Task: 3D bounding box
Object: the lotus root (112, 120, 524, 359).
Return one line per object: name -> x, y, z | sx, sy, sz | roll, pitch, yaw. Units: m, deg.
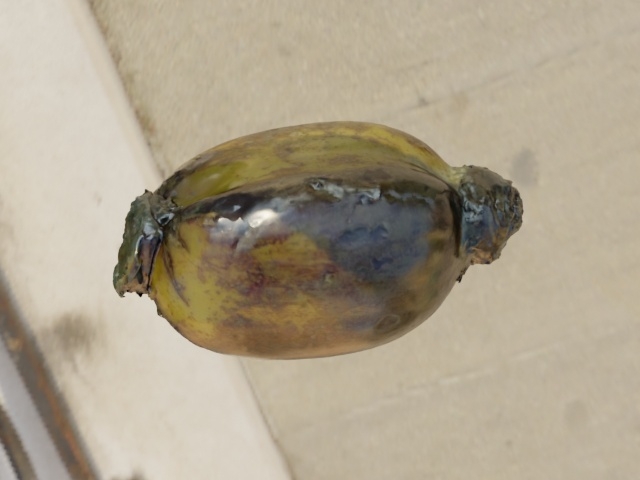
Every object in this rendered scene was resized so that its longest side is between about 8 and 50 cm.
lotus root -> 0.000, 0.000, 0.792 | 0.209, 0.120, 0.120 | -7, 116, -9
